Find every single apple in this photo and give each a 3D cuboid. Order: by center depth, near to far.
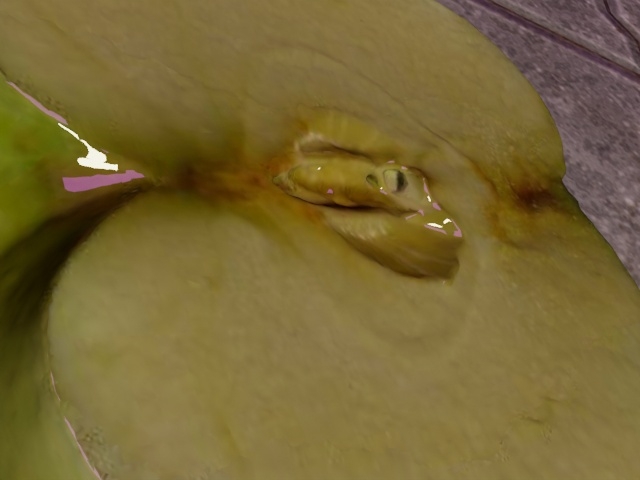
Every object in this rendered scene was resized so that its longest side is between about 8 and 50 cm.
[{"bbox_3d":[0.000,0.000,0.477,0.360,0.320,0.312,2,10,-44],"label":"apple"}]
